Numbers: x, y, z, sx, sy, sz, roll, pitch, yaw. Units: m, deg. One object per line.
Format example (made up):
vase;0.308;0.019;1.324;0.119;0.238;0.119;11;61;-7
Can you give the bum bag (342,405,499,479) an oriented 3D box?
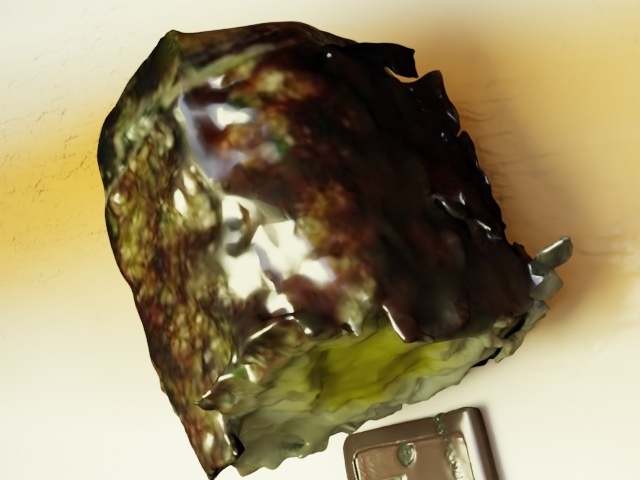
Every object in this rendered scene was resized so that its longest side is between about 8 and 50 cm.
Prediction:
bum bag;0.090;0.215;0.751;0.159;0.026;0.109;-23;72;39

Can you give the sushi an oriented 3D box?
sushi;0.000;0.003;0.678;0.294;0.299;0.281;65;148;26
